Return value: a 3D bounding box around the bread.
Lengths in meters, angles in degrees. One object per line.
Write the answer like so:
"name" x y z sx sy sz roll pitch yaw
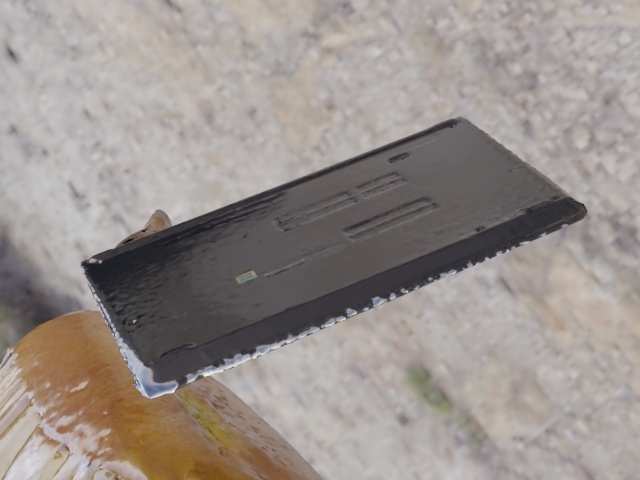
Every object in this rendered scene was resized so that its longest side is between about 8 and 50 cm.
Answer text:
"bread" -0.111 0.148 0.985 0.204 0.156 0.288 22 -173 -31

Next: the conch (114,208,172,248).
"conch" -0.167 0.027 1.666 0.080 0.233 0.086 -3 102 15

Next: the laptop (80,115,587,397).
"laptop" 0.000 0.000 0.692 0.135 0.197 0.016 -134 23 -63
